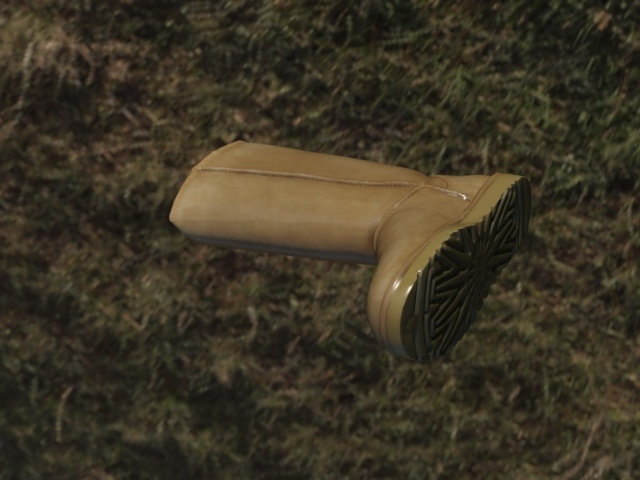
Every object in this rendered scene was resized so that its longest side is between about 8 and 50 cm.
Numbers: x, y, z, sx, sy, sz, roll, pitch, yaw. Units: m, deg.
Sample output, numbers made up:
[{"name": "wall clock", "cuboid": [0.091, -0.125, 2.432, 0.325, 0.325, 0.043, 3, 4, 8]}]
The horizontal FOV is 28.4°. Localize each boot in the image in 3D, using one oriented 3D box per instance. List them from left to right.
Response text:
[{"name": "boot", "cuboid": [0.000, 0.000, 0.977, 0.270, 0.236, 0.089, 9, 116, 27]}]
